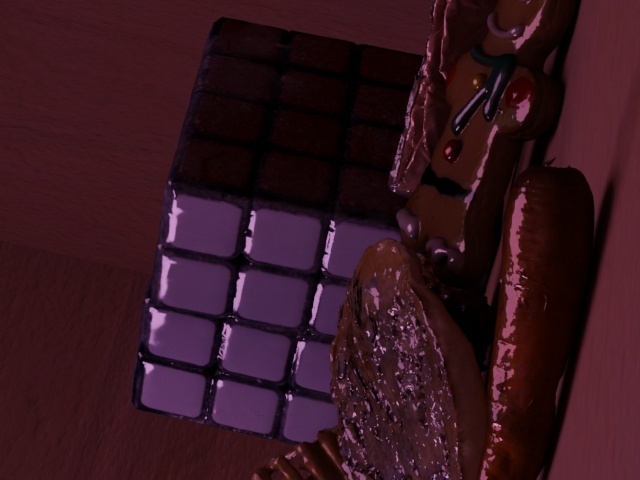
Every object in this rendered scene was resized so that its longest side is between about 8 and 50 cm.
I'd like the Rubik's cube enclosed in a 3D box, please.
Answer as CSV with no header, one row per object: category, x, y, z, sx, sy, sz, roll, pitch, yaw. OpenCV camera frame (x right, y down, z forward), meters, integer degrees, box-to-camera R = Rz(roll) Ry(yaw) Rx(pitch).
Rubik's cube,0.000,0.000,1.744,0.344,0.344,0.337,-77,-1,-53

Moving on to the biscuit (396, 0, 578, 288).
biscuit,0.145,-0.115,1.388,0.301,0.049,0.197,-67,23,7

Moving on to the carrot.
carrot,0.132,0.071,0.992,0.059,0.059,0.247,-75,-6,-89

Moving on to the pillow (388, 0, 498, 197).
pillow,0.147,-0.143,1.520,0.043,0.126,0.232,9,85,64

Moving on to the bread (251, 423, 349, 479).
bread,0.004,0.321,1.633,0.149,0.274,0.274,49,143,34

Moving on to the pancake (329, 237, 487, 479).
pancake,0.068,0.133,1.319,0.282,0.049,0.282,171,90,-71

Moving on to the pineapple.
pineapple,0.108,0.083,1.400,0.197,0.108,0.108,-103,24,-71
